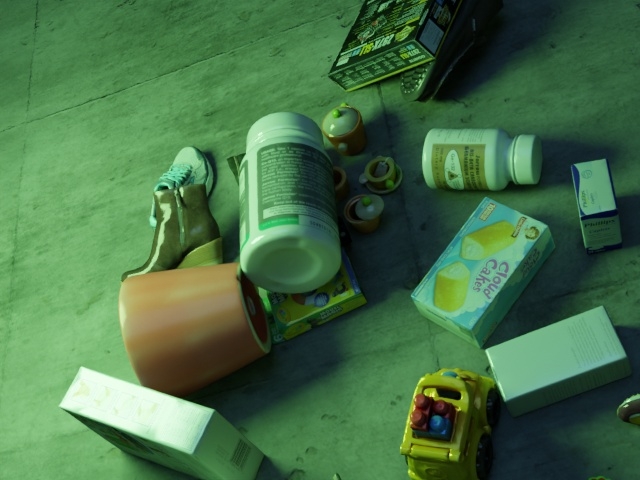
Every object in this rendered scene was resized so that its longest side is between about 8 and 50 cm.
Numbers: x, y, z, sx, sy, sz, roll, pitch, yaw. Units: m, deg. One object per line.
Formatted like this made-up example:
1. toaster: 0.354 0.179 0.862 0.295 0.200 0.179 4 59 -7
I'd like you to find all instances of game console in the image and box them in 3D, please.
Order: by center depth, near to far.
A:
1. game console: 0.000 0.000 2.080 0.122 0.071 0.107 -25 58 5

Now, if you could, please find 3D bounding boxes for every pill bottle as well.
1. pill bottle: -0.068 -0.086 2.008 0.204 0.204 0.361 -15 49 13
2. pill bottle: 0.340 -0.170 2.014 0.229 0.131 0.131 3 59 25

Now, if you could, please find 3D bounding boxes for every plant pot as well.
1. plant pot: -0.245 0.170 1.954 0.243 0.275 0.275 -18 53 8

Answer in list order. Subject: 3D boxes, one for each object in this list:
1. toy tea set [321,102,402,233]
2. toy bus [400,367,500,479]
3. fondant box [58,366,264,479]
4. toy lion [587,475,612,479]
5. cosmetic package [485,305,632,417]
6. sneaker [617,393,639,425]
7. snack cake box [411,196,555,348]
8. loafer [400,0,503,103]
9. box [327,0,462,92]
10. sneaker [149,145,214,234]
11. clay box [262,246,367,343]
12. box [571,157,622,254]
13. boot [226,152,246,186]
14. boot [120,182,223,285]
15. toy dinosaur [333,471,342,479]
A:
1. toy tea set: 0.059 -0.171 2.138 0.200 0.124 0.336 -37 51 -4
2. toy bus: 0.218 0.306 1.695 0.149 0.211 0.220 2 57 26
3. fondant box: -0.304 0.368 1.856 0.330 0.238 0.096 11 63 28
4. toy lion: 0.454 0.440 1.618 0.100 0.034 0.096 9 55 28
5. cosmetic package: 0.431 0.220 1.743 0.231 0.085 0.117 -22 52 11
6. sneaker: 0.598 0.306 1.621 0.185 0.069 0.084 -7 50 20
7. snack cake box: 0.322 0.061 1.892 0.152 0.089 0.264 28 72 36
8. loafer: 0.319 -0.455 2.210 0.366 0.130 0.134 -57 25 -8
9. box: 0.181 -0.500 2.252 0.322 0.079 0.257 -11 50 53
10. sneaker: -0.333 -0.121 2.274 0.110 0.122 0.283 -6 56 20
11. clay box: -0.026 0.118 2.025 0.222 0.053 0.127 -25 52 5
12. box: 0.534 -0.065 1.855 0.072 0.137 0.126 -11 54 15
13. boot: -0.130 -0.156 2.246 0.137 0.077 0.198 -26 52 -2
14. boot: -0.350 -0.009 2.163 0.248 0.090 0.207 -14 96 0
15. toy dinosaur: 0.105 0.515 1.697 0.268 0.064 0.118 19 53 33
